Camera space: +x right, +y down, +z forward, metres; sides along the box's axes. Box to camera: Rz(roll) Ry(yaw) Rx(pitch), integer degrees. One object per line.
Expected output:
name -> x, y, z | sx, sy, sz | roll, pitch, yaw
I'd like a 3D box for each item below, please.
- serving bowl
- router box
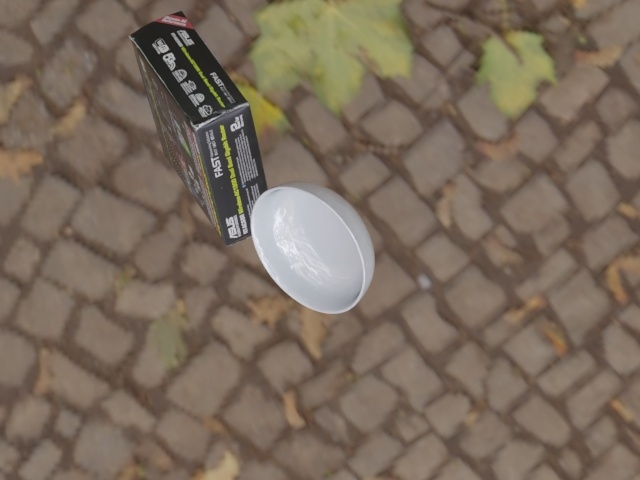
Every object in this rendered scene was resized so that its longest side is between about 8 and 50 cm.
serving bowl -> 0.000, 0.000, 1.092 | 0.027, 0.083, 0.083 | -38, 120, -40
router box -> -0.072, -0.068, 1.176 | 0.038, 0.092, 0.122 | -27, 145, -11
